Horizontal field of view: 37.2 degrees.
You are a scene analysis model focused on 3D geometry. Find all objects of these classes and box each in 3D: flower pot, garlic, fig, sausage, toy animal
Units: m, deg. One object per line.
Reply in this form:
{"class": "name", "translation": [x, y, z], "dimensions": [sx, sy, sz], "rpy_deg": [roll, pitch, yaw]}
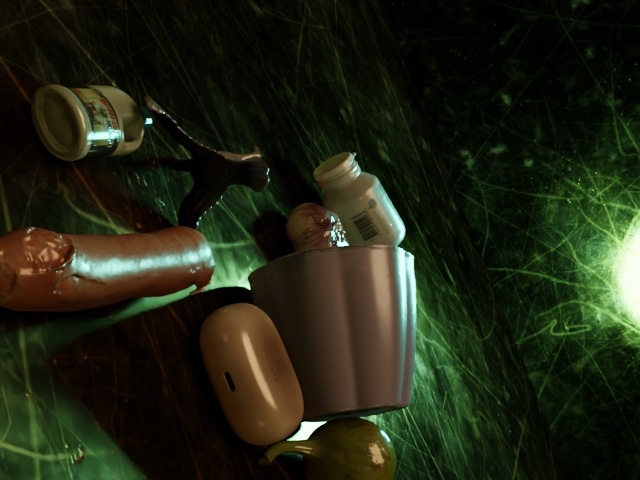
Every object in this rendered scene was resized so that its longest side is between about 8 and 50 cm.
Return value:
{"class": "flower pot", "translation": [0.037, 0.151, 1.474], "dimensions": [0.265, 0.265, 0.243], "rpy_deg": [23, 53, -63]}
{"class": "garlic", "translation": [0.000, 0.000, 1.767], "dimensions": [0.147, 0.102, 0.159], "rpy_deg": [50, 24, -39]}
{"class": "fig", "translation": [0.000, 0.323, 1.397], "dimensions": [0.245, 0.149, 0.149], "rpy_deg": [23, 42, -36]}
{"class": "sausage", "translation": [-0.243, 0.030, 1.103], "dimensions": [0.419, 0.094, 0.094], "rpy_deg": [-2, 90, -71]}
{"class": "toy animal", "translation": [-0.163, -0.093, 1.391], "dimensions": [0.197, 0.160, 0.272], "rpy_deg": [-124, -152, -71]}

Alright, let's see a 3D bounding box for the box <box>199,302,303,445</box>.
{"class": "box", "translation": [-0.094, 0.183, 1.312], "dimensions": [0.146, 0.088, 0.200], "rpy_deg": [-4, 71, -68]}

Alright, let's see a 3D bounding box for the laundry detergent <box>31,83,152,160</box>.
{"class": "laundry detergent", "translation": [-0.288, -0.158, 1.256], "dimensions": [0.099, 0.070, 0.226], "rpy_deg": [57, 18, 3]}

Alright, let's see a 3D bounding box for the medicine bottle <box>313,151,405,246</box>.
{"class": "medicine bottle", "translation": [0.076, -0.074, 2.007], "dimensions": [0.215, 0.135, 0.135], "rpy_deg": [59, 20, -18]}
